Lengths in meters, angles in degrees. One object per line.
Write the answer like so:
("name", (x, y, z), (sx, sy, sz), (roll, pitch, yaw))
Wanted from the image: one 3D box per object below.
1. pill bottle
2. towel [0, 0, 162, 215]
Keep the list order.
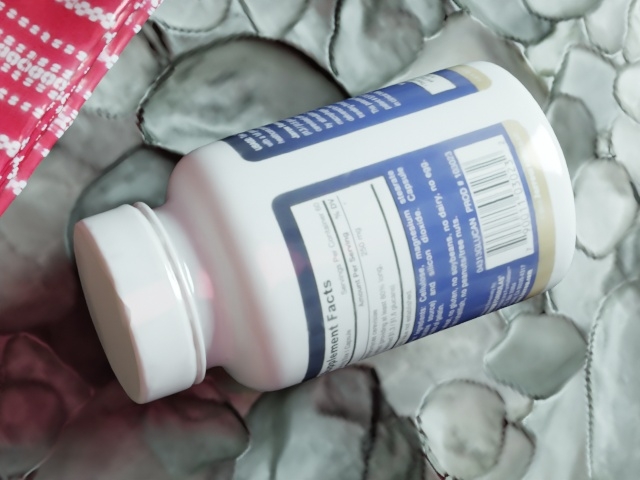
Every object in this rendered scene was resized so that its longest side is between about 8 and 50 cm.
("pill bottle", (0.000, 0.000, 0.619), (0.169, 0.094, 0.094), (-18, 96, -17))
("towel", (-0.172, -0.094, 0.596), (0.199, 0.031, 0.275), (37, 79, -14))
